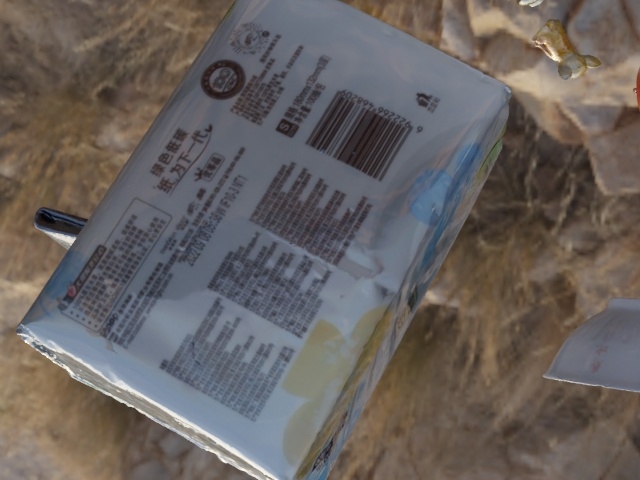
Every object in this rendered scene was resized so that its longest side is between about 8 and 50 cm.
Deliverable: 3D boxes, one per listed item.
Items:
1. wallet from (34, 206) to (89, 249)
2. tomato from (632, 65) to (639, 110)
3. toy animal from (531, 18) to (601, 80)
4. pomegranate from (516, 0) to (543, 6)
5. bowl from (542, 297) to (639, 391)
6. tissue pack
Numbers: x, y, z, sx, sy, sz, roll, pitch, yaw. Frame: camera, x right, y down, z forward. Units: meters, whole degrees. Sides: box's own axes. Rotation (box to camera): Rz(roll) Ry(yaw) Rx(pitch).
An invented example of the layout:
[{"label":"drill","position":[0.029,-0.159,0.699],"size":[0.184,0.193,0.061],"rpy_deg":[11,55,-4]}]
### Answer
[{"label":"wallet","position":[-0.161,0.025,1.186],"size":[0.222,0.036,0.167],"rpy_deg":[13,166,17]},{"label":"tomato","position":[0.450,-0.172,1.323],"size":[0.187,0.187,0.151],"rpy_deg":[20,164,-9]},{"label":"toy animal","position":[0.325,-0.250,1.548],"size":[0.083,0.060,0.081],"rpy_deg":[51,166,15]},{"label":"pomegranate","position":[0.353,-0.462,1.635],"size":[0.305,0.242,0.242],"rpy_deg":[-23,133,26]},{"label":"bowl","position":[0.304,0.098,1.075],"size":[0.189,0.086,0.189],"rpy_deg":[7,177,0]},{"label":"tissue pack","position":[-0.020,0.005,0.633],"size":[0.159,0.229,0.145],"rpy_deg":[26,163,12]}]
